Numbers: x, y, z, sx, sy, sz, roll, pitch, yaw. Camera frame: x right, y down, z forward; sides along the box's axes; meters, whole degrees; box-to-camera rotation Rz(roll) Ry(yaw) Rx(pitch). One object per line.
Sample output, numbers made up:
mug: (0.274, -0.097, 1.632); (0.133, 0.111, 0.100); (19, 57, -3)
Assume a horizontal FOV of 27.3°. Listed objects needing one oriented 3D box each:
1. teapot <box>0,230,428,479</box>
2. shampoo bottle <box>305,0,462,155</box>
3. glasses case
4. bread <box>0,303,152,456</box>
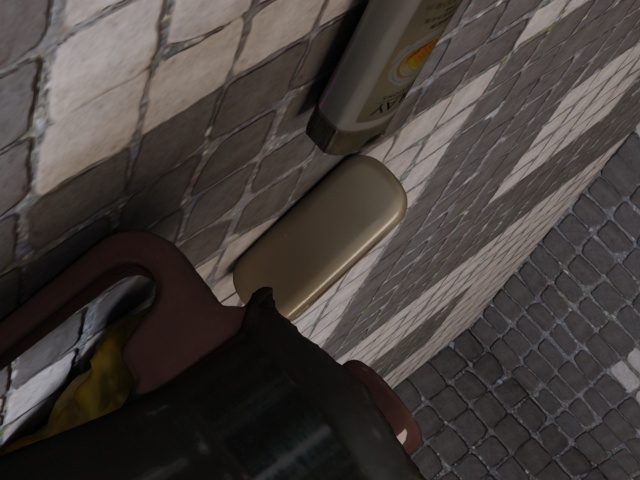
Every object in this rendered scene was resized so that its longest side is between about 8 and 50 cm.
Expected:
teapot: (-0.112, 0.196, 0.947); (0.362, 0.376, 0.305); (-37, 167, -11)
shampoo bottle: (0.056, -0.153, 1.012); (0.086, 0.056, 0.227); (-33, 165, -34)
glasses case: (0.000, 0.000, 1.309); (0.196, 0.083, 0.050); (-42, 170, 6)
bread: (-0.167, 0.265, 1.212); (0.191, 0.314, 0.370); (-20, 162, -40)
